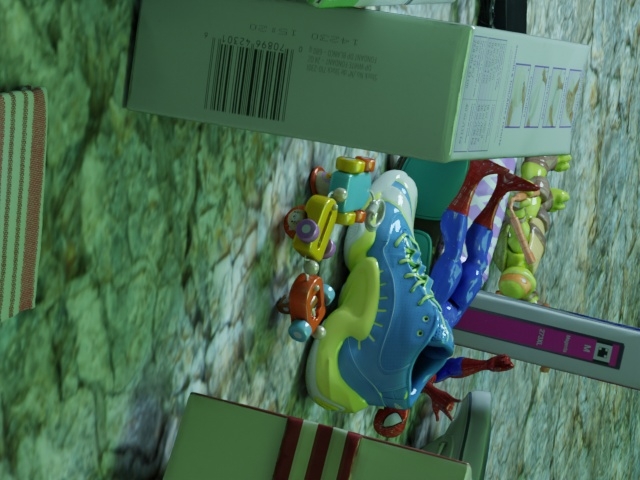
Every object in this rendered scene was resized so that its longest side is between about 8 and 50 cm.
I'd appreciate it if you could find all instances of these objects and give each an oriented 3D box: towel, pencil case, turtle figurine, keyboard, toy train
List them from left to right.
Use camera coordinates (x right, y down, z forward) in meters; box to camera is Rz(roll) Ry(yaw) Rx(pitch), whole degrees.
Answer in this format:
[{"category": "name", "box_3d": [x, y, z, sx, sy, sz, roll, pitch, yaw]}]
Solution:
[{"category": "towel", "box_3d": [-0.213, -0.014, 1.093, 0.197, 0.029, 0.144, -24, 122, -68]}, {"category": "toy train", "box_3d": [0.000, 0.000, 1.637, 0.125, 0.046, 0.166, 81, 32, -46]}, {"category": "pencil case", "box_3d": [0.149, -0.055, 1.952, 0.088, 0.086, 0.206, 24, 75, -41]}, {"category": "keyboard", "box_3d": [0.186, -0.297, 1.988, 0.201, 0.033, 0.317, -63, 154, -51]}, {"category": "turtle figurine", "box_3d": [0.240, 0.006, 2.211, 0.217, 0.087, 0.269, -70, 150, -43]}]

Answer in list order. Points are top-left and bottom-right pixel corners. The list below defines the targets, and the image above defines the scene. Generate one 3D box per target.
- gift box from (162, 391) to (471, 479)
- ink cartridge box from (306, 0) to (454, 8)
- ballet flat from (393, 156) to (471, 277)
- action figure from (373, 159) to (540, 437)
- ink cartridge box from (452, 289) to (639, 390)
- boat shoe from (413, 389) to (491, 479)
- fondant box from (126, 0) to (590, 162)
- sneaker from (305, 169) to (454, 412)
[{"category": "gift box", "box_3d": [-0.033, 0.277, 1.409, 0.276, 0.255, 0.258, 66, 38, -66]}, {"category": "ink cartridge box", "box_3d": [0.009, -0.257, 1.268, 0.115, 0.198, 0.273, -52, 167, 19]}, {"category": "ballet flat", "box_3d": [0.098, -0.021, 1.858, 0.079, 0.077, 0.221, -72, 175, -80]}, {"category": "action figure", "box_3d": [0.141, 0.072, 1.785, 0.091, 0.139, 0.280, 24, 94, -48]}, {"category": "ink cartridge box", "box_3d": [0.278, 0.107, 1.955, 0.176, 0.371, 0.069, 12, 89, -69]}, {"category": "boat shoe", "box_3d": [0.130, 0.260, 2.054, 0.096, 0.088, 0.267, 90, 13, -44]}, {"category": "fondant box", "box_3d": [0.040, -0.122, 1.396, 0.330, 0.238, 0.096, -11, 111, -68]}, {"category": "sneaker", "box_3d": [0.077, 0.054, 1.746, 0.091, 0.126, 0.240, 54, 51, -63]}]
